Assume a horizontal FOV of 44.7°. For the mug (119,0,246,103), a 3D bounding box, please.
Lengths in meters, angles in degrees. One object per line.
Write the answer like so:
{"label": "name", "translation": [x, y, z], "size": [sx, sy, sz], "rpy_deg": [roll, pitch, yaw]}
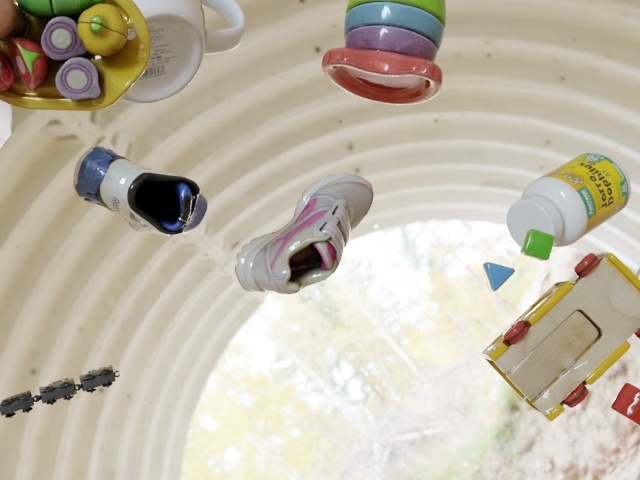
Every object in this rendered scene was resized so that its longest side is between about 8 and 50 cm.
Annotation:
{"label": "mug", "translation": [-0.304, -0.398, 1.347], "size": [0.374, 0.328, 0.276], "rpy_deg": [-10, -43, -36]}

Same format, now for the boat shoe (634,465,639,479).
{"label": "boat shoe", "translation": [0.378, 0.256, 0.840], "size": [0.075, 0.064, 0.206], "rpy_deg": [-46, -37, -39]}

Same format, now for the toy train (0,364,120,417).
{"label": "toy train", "translation": [-0.350, 0.202, 1.046], "size": [0.158, 0.027, 0.036], "rpy_deg": [-15, 11, -21]}

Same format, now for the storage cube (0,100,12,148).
{"label": "storage cube", "translation": [-0.582, -0.216, 1.160], "size": [0.215, 0.183, 0.193], "rpy_deg": [-85, 11, -52]}

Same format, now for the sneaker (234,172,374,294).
{"label": "sneaker", "translation": [0.000, 0.000, 1.145], "size": [0.252, 0.111, 0.103], "rpy_deg": [-44, -51, -20]}

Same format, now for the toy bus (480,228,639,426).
{"label": "toy bus", "translation": [0.265, 0.090, 0.816], "size": [0.104, 0.202, 0.191], "rpy_deg": [57, -144, -84]}

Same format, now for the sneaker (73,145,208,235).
{"label": "sneaker", "translation": [-0.285, -0.060, 1.422], "size": [0.315, 0.182, 0.128], "rpy_deg": [27, -94, -63]}

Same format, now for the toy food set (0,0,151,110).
{"label": "toy food set", "translation": [-0.275, -0.190, 0.734], "size": [0.071, 0.217, 0.128], "rpy_deg": [-99, 10, -86]}

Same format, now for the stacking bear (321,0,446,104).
{"label": "stacking bear", "translation": [0.118, -0.367, 1.168], "size": [0.164, 0.175, 0.289], "rpy_deg": [48, -128, -79]}

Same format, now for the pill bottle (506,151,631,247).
{"label": "pill bottle", "translation": [0.395, -0.059, 1.246], "size": [0.208, 0.117, 0.118], "rpy_deg": [-26, -27, -35]}
